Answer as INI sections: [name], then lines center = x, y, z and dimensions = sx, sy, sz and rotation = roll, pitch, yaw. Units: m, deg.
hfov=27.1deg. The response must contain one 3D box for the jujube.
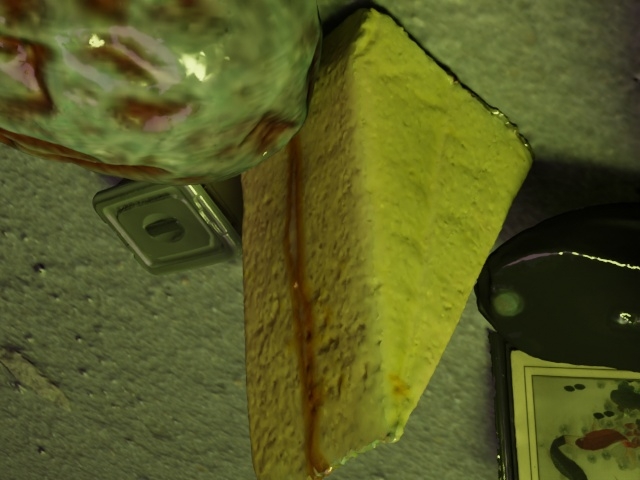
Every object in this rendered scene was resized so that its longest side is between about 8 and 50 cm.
[jujube]
center = -0.137, -0.150, 0.801
dimensions = 0.308, 0.215, 0.246
rotation = 15, 142, 25

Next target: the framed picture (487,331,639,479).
[framed picture]
center = 0.213, 0.166, 0.958
dimensions = 0.195, 0.010, 0.199
rotation = -2, 94, 39

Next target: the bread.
[bread]
center = 0.000, 0.003, 0.832
dimensions = 0.163, 0.264, 0.168
rotation = 41, 137, -11

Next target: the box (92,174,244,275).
[box]
center = -0.108, -0.028, 1.041
dimensions = 0.122, 0.062, 0.089
rotation = -12, 123, 45

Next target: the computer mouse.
[computer mouse]
center = 0.208, 0.031, 0.844
dimensions = 0.217, 0.073, 0.122
rotation = 11, 133, 6
